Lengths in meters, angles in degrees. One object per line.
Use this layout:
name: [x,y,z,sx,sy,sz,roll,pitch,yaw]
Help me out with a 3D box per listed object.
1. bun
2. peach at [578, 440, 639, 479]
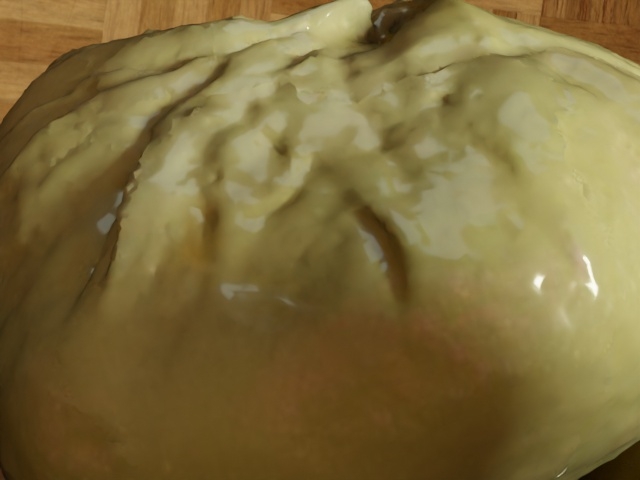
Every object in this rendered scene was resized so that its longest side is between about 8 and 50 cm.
bun: [0.000,0.000,0.698,0.361,0.213,0.361,-12,17,4]
peach: [0.229,0.122,0.688,0.251,0.153,0.251,5,3,0]
